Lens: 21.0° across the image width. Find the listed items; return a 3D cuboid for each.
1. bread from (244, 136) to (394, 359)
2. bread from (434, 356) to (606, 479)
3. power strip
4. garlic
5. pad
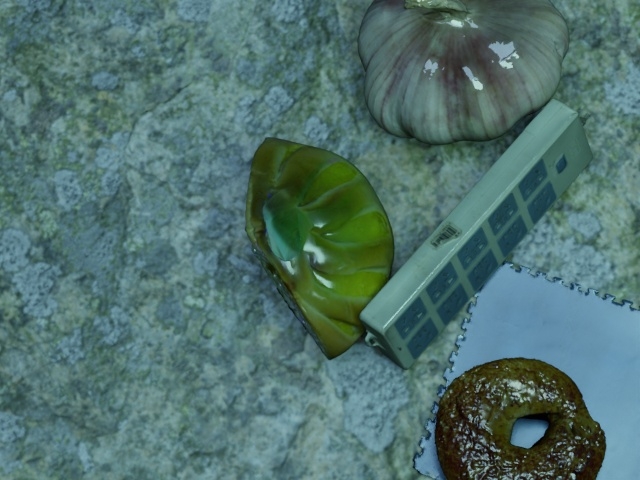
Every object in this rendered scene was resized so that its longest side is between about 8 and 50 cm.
[{"bbox_3d":[0.000,-0.014,1.938,0.156,0.158,0.261,-33,75,-7],"label":"bread"},{"bbox_3d":[0.214,0.216,1.880,0.193,0.064,0.193,-1,71,4],"label":"bread"},{"bbox_3d":[0.182,-0.012,1.929,0.043,0.106,0.367,36,78,33],"label":"power strip"},{"bbox_3d":[0.143,-0.230,1.928,0.245,0.253,0.245,-7,68,18],"label":"garlic"},{"bbox_3d":[0.266,0.176,1.923,0.269,0.012,0.270,20,77,13],"label":"pad"}]
